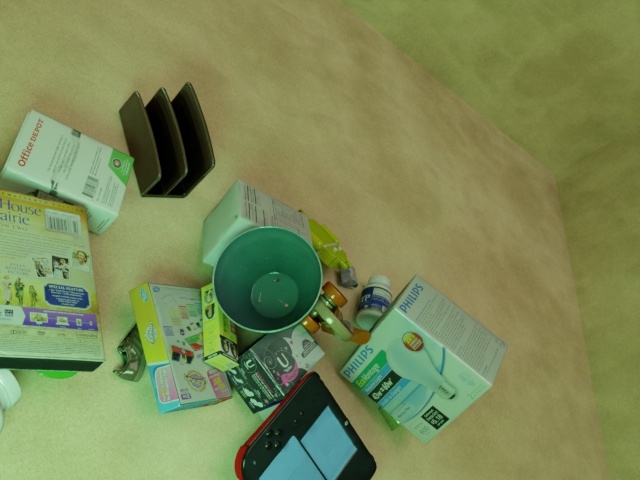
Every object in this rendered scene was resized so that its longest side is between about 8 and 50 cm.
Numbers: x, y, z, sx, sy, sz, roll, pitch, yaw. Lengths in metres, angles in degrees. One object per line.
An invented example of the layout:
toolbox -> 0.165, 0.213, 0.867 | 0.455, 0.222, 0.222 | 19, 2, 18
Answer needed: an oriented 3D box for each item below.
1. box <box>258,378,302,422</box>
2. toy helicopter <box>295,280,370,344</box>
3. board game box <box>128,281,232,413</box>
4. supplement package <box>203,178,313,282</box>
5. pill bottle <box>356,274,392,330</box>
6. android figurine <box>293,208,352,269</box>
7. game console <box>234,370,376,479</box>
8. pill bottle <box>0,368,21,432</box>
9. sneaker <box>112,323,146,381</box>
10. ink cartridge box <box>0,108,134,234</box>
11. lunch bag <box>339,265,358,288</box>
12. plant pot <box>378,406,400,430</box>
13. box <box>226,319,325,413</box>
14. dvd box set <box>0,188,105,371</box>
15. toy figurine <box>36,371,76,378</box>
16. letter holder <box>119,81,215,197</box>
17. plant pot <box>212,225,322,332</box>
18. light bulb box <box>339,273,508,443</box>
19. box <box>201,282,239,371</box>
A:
box -> -0.085, 0.460, 1.772 | 0.072, 0.126, 0.137 | 57, 40, 0
toy helicopter -> 0.021, 0.212, 1.937 | 0.235, 0.140, 0.355 | 46, 0, -21
board game box -> -0.355, 0.272, 1.616 | 0.242, 0.064, 0.316 | 21, 47, -65
supplement package -> -0.190, -0.009, 1.891 | 0.263, 0.199, 0.198 | 28, 30, -28
pill bottle -> 0.195, 0.217, 2.212 | 0.112, 0.112, 0.186 | 37, 43, -20
android figurine -> 0.000, 0.000, 2.138 | 0.273, 0.056, 0.248 | 45, 13, 12
game console -> -0.026, 0.597, 1.666 | 0.342, 0.060, 0.386 | -43, 113, -31
pill bottle -> -0.734, 0.360, 1.172 | 0.181, 0.182, 0.323 | 51, 41, -5
sneaker -> -0.470, 0.259, 1.581 | 0.071, 0.066, 0.188 | 22, 50, -28
ink cartridge box -> -0.662, -0.176, 1.639 | 0.289, 0.122, 0.211 | 27, 48, -29
lunch bag -> 0.102, 0.128, 2.226 | 0.083, 0.053, 0.071 | 38, 36, -58
plant pot -> 0.234, 0.564, 2.055 | 0.079, 0.083, 0.083 | 46, 40, 7
box -> -0.126, 0.341, 1.771 | 0.163, 0.142, 0.247 | 53, 34, 2
dvd box set -> -0.642, 0.077, 1.355 | 0.308, 0.062, 0.420 | 14, 46, -45
toy figurine -> -0.618, 0.214, 1.461 | 0.173, 0.130, 0.159 | 15, 36, -7
letter holder -> -0.452, -0.307, 1.858 | 0.152, 0.214, 0.301 | -2, 66, -45
plant pot -> -0.137, 0.128, 1.735 | 0.291, 0.195, 0.290 | -1, 71, 1
light bulb box -> 0.317, 0.371, 1.972 | 0.361, 0.357, 0.225 | 38, 36, 7
box -> -0.272, 0.230, 1.697 | 0.087, 0.058, 0.232 | 44, 27, -46
